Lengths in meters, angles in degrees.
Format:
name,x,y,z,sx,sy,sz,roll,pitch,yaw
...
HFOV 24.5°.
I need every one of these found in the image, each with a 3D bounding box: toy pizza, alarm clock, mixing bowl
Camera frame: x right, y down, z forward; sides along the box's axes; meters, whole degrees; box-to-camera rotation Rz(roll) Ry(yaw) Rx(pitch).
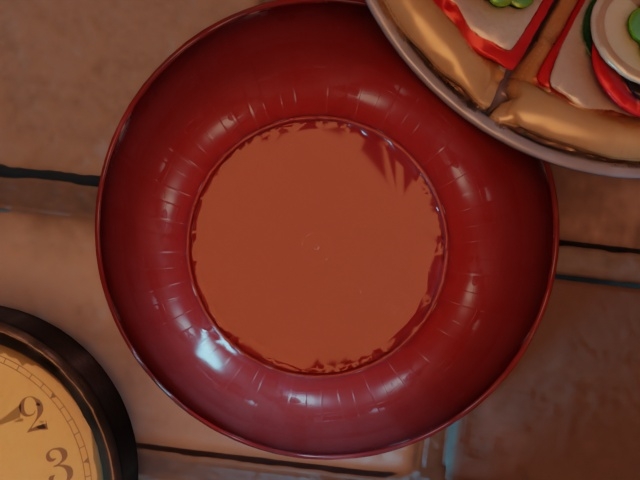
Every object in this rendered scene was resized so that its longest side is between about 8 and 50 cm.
name,x,y,z,sx,sy,sz,roll,pitch,yaw
toy pizza,0.104,-0.121,0.512,0.201,0.032,0.201,3,76,-13
alarm clock,-0.138,0.069,0.552,0.129,0.064,0.192,-10,96,3
mixing bowl,0.000,0.000,0.527,0.181,0.098,0.181,0,95,2
